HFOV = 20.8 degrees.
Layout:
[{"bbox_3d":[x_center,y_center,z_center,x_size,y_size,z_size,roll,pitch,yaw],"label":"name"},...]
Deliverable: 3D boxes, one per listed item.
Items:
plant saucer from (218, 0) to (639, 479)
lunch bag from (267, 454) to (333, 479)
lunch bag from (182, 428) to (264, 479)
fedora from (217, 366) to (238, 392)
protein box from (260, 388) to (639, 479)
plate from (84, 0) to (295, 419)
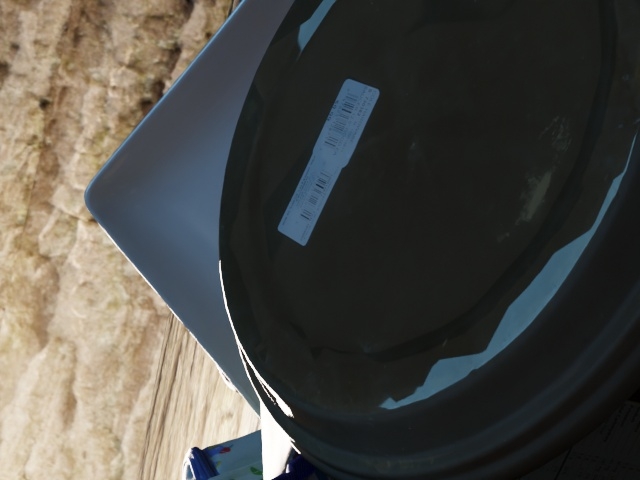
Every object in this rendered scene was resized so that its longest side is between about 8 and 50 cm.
[{"bbox_3d":[0.049,-0.039,0.674,0.278,0.041,0.277,-27,52,41],"label":"plant saucer"},{"bbox_3d":[0.058,0.246,0.685,0.293,0.138,0.221,34,128,31],"label":"lunch bag"},{"bbox_3d":[-0.011,0.230,1.006,0.219,0.090,0.176,-123,23,-46],"label":"lunch bag"},{"bbox_3d":[0.000,0.000,1.212,0.334,0.153,0.334,-173,90,-74],"label":"fedora"},{"bbox_3d":[0.085,0.041,0.852,0.200,0.201,0.136,-95,22,-56],"label":"protein box"},{"bbox_3d":[0.022,-0.020,1.055,0.278,0.277,0.045,-48,-16,26],"label":"plate"}]
